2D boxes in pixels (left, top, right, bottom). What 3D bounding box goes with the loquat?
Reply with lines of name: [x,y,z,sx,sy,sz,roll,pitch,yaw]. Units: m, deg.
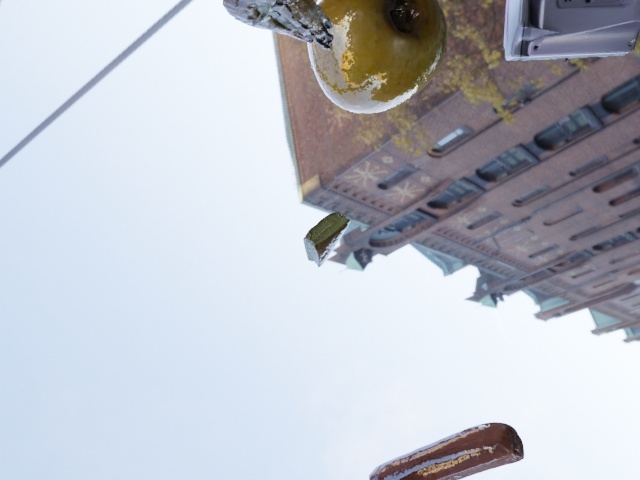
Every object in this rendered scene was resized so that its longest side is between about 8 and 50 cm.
loquat: [0.104,-0.383,0.970,0.275,0.275,0.274,29,-135,-34]

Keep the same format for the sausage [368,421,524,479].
sausage: [0.095,0.184,0.397,0.035,0.147,0.030,34,-146,-32]

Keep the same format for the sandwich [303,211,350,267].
sandwich: [0.000,0.000,0.618,0.031,0.083,0.044,42,-155,28]

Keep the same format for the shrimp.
shrimp: [-0.040,-0.275,0.584,0.184,0.092,0.043,6,-107,-49]

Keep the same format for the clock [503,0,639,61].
clock: [0.386,-0.406,0.734,0.083,0.187,0.252,-64,-28,-75]
